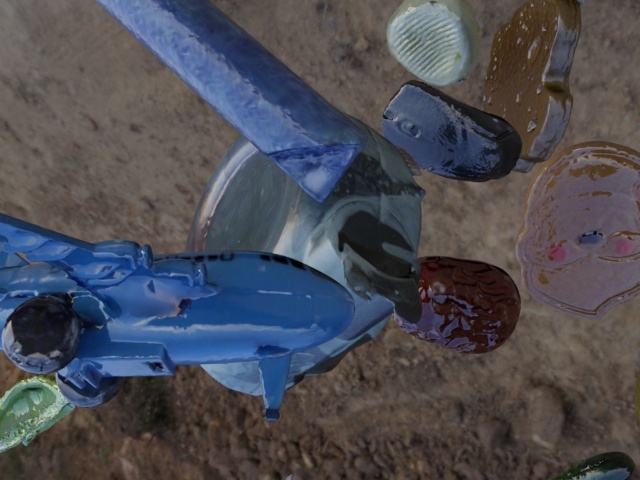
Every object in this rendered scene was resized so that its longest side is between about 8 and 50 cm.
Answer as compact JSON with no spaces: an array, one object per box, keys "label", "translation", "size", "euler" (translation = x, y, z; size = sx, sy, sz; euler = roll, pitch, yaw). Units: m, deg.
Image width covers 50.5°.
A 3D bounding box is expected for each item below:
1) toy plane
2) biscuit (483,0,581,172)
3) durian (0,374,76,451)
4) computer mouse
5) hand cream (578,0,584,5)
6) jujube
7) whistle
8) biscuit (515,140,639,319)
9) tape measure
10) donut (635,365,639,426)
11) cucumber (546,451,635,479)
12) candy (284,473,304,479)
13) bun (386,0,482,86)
[{"label":"toy plane","translation":[-0.116,0.046,0.416],"size":[0.271,0.105,0.254],"euler":[8,154,5]},{"label":"biscuit","translation":[0.421,-0.322,1.365],"size":[0.074,0.359,0.381],"euler":[2,156,-11]},{"label":"durian","translation":[-0.429,0.257,0.985],"size":[0.086,0.215,0.100],"euler":[52,-167,-16]},{"label":"computer mouse","translation":[0.194,-0.156,1.029],"size":[0.217,0.073,0.122],"euler":[25,122,11]},{"label":"hand cream","translation":[0.431,-0.557,1.227],"size":[0.257,0.050,0.084],"euler":[55,143,0]},{"label":"jujube","translation":[0.212,0.097,1.080],"size":[0.230,0.155,0.155],"euler":[17,165,-33]},{"label":"whistle","translation":[-0.091,-0.147,0.500],"size":[0.304,0.062,0.062],"euler":[43,159,14]},{"label":"biscuit","translation":[0.653,-0.015,1.650],"size":[0.349,0.078,0.456],"euler":[-3,111,15]},{"label":"tape measure","translation":[-0.021,0.007,0.647],"size":[0.147,0.275,0.256],"euler":[25,133,-31]},{"label":"donut","translation":[0.464,0.188,0.735],"size":[0.271,0.272,0.107],"euler":[23,144,12]},{"label":"cucumber","translation":[0.425,0.417,1.148],"size":[0.069,0.069,0.227],"euler":[37,124,-18]},{"label":"candy","translation":[-0.047,0.445,1.047],"size":[0.073,0.092,0.160],"euler":[33,-164,-5]},{"label":"bun","translation":[0.290,-0.512,1.695],"size":[0.259,0.160,0.259],"euler":[21,145,15]}]
